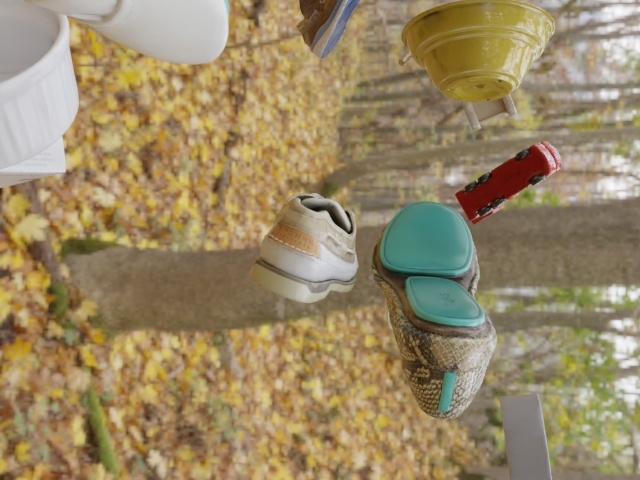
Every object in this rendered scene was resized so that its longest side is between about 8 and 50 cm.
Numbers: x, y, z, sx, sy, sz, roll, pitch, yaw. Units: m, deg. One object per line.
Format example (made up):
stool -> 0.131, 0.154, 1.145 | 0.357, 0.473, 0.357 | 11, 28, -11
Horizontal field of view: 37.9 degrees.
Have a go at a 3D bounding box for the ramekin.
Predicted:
ramekin -> -0.461, -0.212, 1.252 | 0.277, 0.277, 0.135 | -73, 164, -44

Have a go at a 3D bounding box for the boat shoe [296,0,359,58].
boat shoe -> 0.006, -0.303, 1.192 | 0.066, 0.066, 0.183 | -50, 178, -29

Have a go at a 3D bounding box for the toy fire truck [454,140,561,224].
toy fire truck -> 0.253, -0.076, 1.261 | 0.135, 0.192, 0.047 | -22, 80, -52

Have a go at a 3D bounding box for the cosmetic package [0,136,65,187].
cosmetic package -> -0.544, -0.172, 1.537 | 0.151, 0.184, 0.151 | -5, 89, -53

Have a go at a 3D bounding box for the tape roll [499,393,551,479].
tape roll -> 0.374, 0.390, 1.691 | 0.219, 0.072, 0.219 | -8, 90, -81

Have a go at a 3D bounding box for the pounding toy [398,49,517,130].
pounding toy -> 0.235, -0.277, 1.623 | 0.269, 0.155, 0.154 | -99, 162, -50

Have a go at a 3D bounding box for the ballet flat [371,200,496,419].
ballet flat -> 0.151, 0.099, 1.338 | 0.483, 0.164, 0.182 | -86, -179, -69

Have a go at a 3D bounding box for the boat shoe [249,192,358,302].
boat shoe -> 0.000, 0.000, 1.132 | 0.302, 0.113, 0.103 | -39, 151, -80

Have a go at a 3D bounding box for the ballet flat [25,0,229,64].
ballet flat -> -0.184, -0.238, 0.514 | 0.139, 0.139, 0.400 | -74, 149, -43

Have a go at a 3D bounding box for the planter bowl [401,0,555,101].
planter bowl -> 0.224, -0.254, 1.322 | 0.217, 0.217, 0.090 | 42, 47, -72
